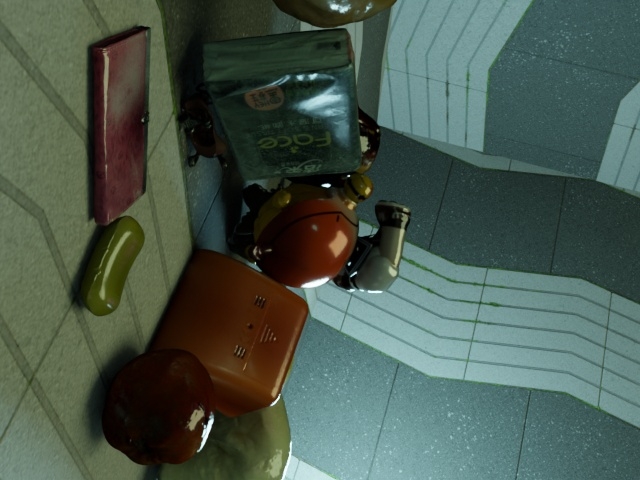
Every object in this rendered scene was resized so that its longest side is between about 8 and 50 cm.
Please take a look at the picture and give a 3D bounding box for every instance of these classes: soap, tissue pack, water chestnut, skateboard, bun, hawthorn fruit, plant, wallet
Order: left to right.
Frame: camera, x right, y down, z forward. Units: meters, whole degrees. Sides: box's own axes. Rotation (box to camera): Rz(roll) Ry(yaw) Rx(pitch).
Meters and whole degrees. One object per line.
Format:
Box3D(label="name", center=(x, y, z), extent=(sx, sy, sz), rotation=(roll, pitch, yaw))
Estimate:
Box3D(label="soap", center=(-0.280, 0.033, 0.910), extent=(0.089, 0.045, 0.140), rotation=(72, 36, -72))
Box3D(label="wallet", center=(-0.250, -0.142, 0.850), extent=(0.119, 0.025, 0.232), rotation=(-61, 164, -59))
Box3D(label="hawthorn fruit", center=(-0.251, 0.260, 1.099), extent=(0.202, 0.185, 0.185), rotation=(-68, 171, -56))
Box3D(label="skateboard", center=(-0.188, -0.188, 1.106), extent=(0.151, 0.067, 0.080), rotation=(87, 10, -56))
Box3D(label="bun", center=(-0.222, 0.447, 1.497), extent=(0.361, 0.213, 0.361), rotation=(-34, -149, 24))
Box3D(label="plant", center=(-0.102, -0.019, 1.538), extent=(0.234, 0.204, 0.178), rotation=(43, 74, -33))
Box3D(label="tissue pack", center=(-0.050, -0.217, 1.132), extent=(0.316, 0.228, 0.103), rotation=(76, 11, -67))
Box3D(label="water chestnut", center=(0.000, -0.249, 1.413), extent=(0.300, 0.300, 0.300), rotation=(16, 90, -83))

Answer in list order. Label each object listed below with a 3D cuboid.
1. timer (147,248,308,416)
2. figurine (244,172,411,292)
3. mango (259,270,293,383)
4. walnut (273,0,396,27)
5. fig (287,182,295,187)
Box3D(label="timer", center=(-0.177, 0.174, 1.301), extent=(0.161, 0.250, 0.257), rotation=(-23, -140, 51))
Box3D(label="figurine", center=(0.002, 0.004, 1.362), extent=(0.196, 0.323, 0.320), rotation=(-100, -149, -46))
Box3D(label="mango", center=(-0.165, 0.252, 1.788), extent=(0.253, 0.182, 0.365), rotation=(-51, 145, -65))
Box3D(label="walnut", center=(0.012, -0.479, 0.917), extent=(0.383, 0.383, 0.383), rotation=(16, 90, -83))
Box3D(label="fig", center=(-0.078, -0.051, 1.918), extent=(0.167, 0.167, 0.233), rotation=(86, -16, -69))
